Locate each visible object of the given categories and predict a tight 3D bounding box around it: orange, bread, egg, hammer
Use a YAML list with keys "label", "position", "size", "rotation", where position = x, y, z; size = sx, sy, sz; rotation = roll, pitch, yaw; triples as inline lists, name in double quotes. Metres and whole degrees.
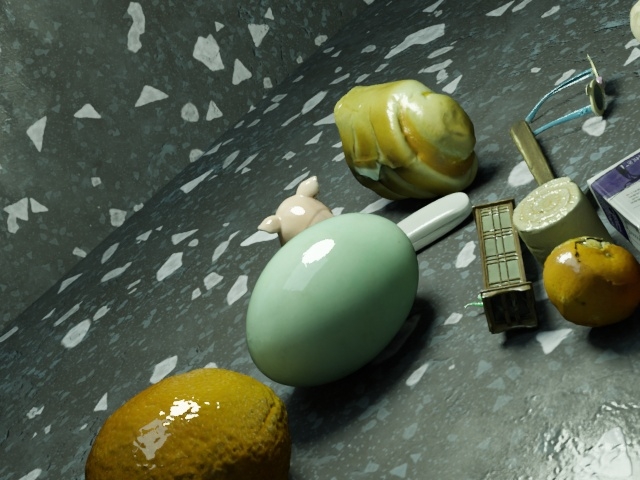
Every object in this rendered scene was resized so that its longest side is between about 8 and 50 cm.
- label: "orange"
  position: [0.425, 0.066, 1.372]
  size: [0.157, 0.156, 0.134]
  rotation: [-76, 8, -57]
- label: "bread"
  position: [0.204, -0.219, 2.053]
  size: [0.210, 0.301, 0.341]
  rotation: [-47, 30, -23]
- label: "egg"
  position: [0.023, 0.111, 1.669]
  size: [0.389, 0.276, 0.276]
  rotation: [-47, 25, -17]
- label: "orange"
  position: [-0.210, 0.375, 1.448]
  size: [0.357, 0.322, 0.322]
  rotation: [-37, 21, -30]
- label: "bread"
  position: [0.427, -0.014, 1.532]
  size: [0.134, 0.141, 0.148]
  rotation: [-27, 22, 27]
- label: "hammer"
  position: [0.461, -0.147, 1.836]
  size: [0.168, 0.044, 0.440]
  rotation: [-29, 28, 14]

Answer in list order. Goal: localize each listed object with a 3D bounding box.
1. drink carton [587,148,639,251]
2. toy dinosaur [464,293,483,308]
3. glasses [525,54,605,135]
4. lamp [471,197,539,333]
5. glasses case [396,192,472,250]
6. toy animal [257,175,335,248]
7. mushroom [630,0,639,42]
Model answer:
- label: "drink carton"
  position: [0.569, -0.063, 1.482]
  size: [0.134, 0.102, 0.222]
  rotation: [-30, 23, 7]
- label: "toy dinosaur"
  position: [0.312, 0.116, 1.588]
  size: [0.083, 0.021, 0.062]
  rotation: [-32, 30, -11]
- label: "glasses"
  position: [0.575, -0.301, 2.027]
  size: [0.220, 0.088, 0.190]
  rotation: [-44, 15, 38]
- label: "lamp"
  position: [0.334, 0.039, 1.596]
  size: [0.090, 0.089, 0.325]
  rotation: [-11, 29, 13]
- label: "glasses case"
  position: [0.231, -0.031, 1.940]
  size: [0.233, 0.059, 0.092]
  rotation: [-31, 25, 8]
- label: "toy animal"
  position: [-0.003, 0.005, 1.949]
  size: [0.166, 0.250, 0.154]
  rotation: [-50, 11, -31]
- label: "mushroom"
  position: [0.804, -0.544, 1.925]
  size: [0.260, 0.234, 0.254]
  rotation: [-25, 21, 25]
